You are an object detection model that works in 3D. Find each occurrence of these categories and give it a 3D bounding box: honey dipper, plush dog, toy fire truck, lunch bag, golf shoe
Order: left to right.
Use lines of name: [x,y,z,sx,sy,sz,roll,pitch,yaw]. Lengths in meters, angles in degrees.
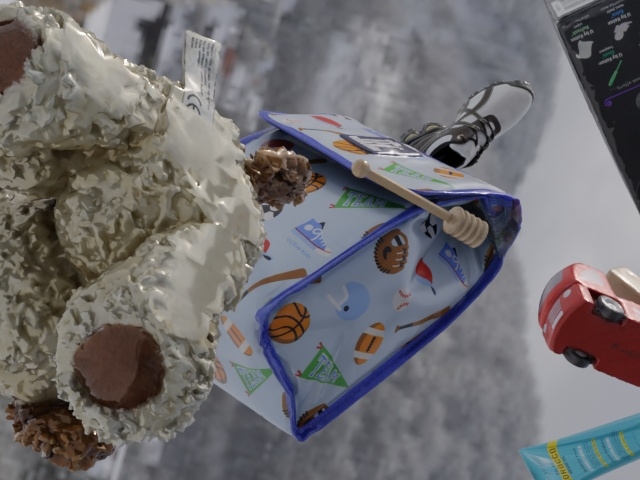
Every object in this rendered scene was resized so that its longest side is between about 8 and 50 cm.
plush dog: [-0.142,0.009,0.972,0.225,0.262,0.211,-32,169,35]
lunch bag: [0.000,0.000,1.918,0.385,0.328,0.239,-33,129,-24]
honey dipper: [0.096,-0.039,1.568,0.030,0.161,0.030,-39,-145,36]
golf shoe: [0.204,-0.137,2.135,0.077,0.198,0.094,54,8,-35]
toy fire truck: [0.226,0.054,1.079,0.047,0.192,0.135,-60,-161,23]

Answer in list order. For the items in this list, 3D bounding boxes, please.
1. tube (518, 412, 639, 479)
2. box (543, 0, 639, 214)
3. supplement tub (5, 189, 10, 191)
tube: [0.352,0.276,2.086,0.207,0.080,0.052,-30,171,41]
box: [0.380,-0.184,1.883,0.270,0.143,0.165,63,11,-17]
supplement tub: [-0.386,0.022,2.111,0.241,0.331,0.241,-26,119,-60]
